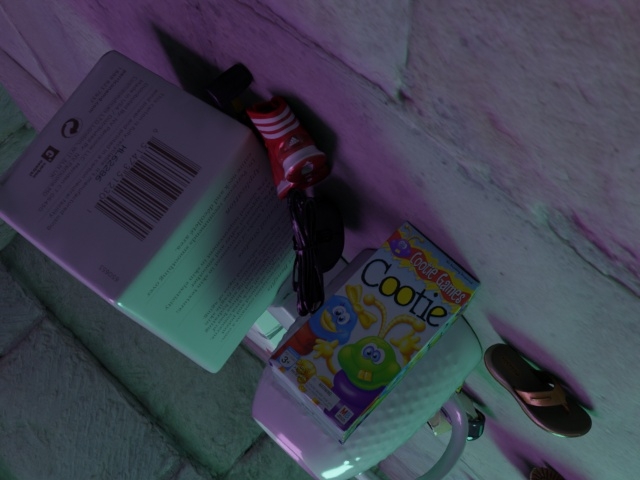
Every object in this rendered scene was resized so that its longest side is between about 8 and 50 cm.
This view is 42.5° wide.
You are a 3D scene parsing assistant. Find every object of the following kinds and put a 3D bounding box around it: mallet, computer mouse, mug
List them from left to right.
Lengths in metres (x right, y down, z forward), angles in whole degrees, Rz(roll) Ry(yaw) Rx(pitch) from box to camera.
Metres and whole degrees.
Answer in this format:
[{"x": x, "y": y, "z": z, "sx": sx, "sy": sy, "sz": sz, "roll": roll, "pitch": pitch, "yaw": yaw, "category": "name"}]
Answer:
[{"x": -0.118, "y": -0.210, "z": 1.257, "sx": 0.039, "sy": 0.062, "sz": 0.189, "roll": 48, "pitch": -179, "yaw": 15, "category": "mallet"}, {"x": 0.000, "y": 0.000, "z": 1.270, "sx": 0.272, "sy": 0.072, "sz": 0.188, "roll": -68, "pitch": -27, "yaw": -81, "category": "computer mouse"}, {"x": 0.090, "y": 0.259, "z": 1.368, "sx": 0.374, "sy": 0.328, "sz": 0.276, "roll": 47, "pitch": 165, "yaw": -9, "category": "mug"}]

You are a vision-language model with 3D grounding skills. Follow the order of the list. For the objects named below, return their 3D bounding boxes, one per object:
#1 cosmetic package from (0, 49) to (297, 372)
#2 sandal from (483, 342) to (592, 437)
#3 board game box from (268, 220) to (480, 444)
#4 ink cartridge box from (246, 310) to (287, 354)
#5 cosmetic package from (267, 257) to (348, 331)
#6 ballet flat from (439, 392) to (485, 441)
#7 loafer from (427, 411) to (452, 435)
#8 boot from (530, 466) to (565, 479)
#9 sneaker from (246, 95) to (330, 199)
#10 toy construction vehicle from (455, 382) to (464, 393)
[{"x": -0.261, "y": -0.035, "z": 1.392, "sx": 0.327, "sy": 0.329, "sz": 0.394, "roll": 31, "pitch": 168, "yaw": 26, "category": "cosmetic package"}, {"x": 0.312, "y": 0.211, "z": 1.179, "sx": 0.180, "sy": 0.072, "sz": 0.049, "roll": 45, "pitch": 145, "yaw": 18, "category": "sandal"}, {"x": 0.075, "y": 0.132, "z": 1.167, "sx": 0.144, "sy": 0.275, "sz": 0.142, "roll": 42, "pitch": 165, "yaw": 14, "category": "board game box"}, {"x": -0.144, "y": 0.162, "z": 1.997, "sx": 0.207, "sy": 0.117, "sz": 0.283, "roll": 31, "pitch": 160, "yaw": 42, "category": "ink cartridge box"}, {"x": 0.014, "y": 0.136, "z": 1.587, "sx": 0.184, "sy": 0.151, "sz": 0.151, "roll": 47, "pitch": 165, "yaw": -10, "category": "cosmetic package"}, {"x": 0.243, "y": 0.299, "z": 1.599, "sx": 0.203, "sy": 0.074, "sz": 0.074, "roll": 45, "pitch": 167, "yaw": 26, "category": "ballet flat"}, {"x": 0.181, "y": 0.302, "z": 1.703, "sx": 0.268, "sy": 0.092, "sz": 0.102, "roll": 36, "pitch": 163, "yaw": 32, "category": "loafer"}, {"x": 0.447, "y": 0.487, "z": 1.563, "sx": 0.158, "sy": 0.059, "sz": 0.084, "roll": 45, "pitch": 170, "yaw": -5, "category": "boot"}, {"x": -0.048, "y": -0.142, "z": 1.203, "sx": 0.128, "sy": 0.087, "sz": 0.221, "roll": 63, "pitch": 168, "yaw": 5, "category": "sneaker"}, {"x": 0.222, "y": 0.237, "z": 1.546, "sx": 0.098, "sy": 0.035, "sz": 0.086, "roll": 28, "pitch": 164, "yaw": 38, "category": "toy construction vehicle"}]
